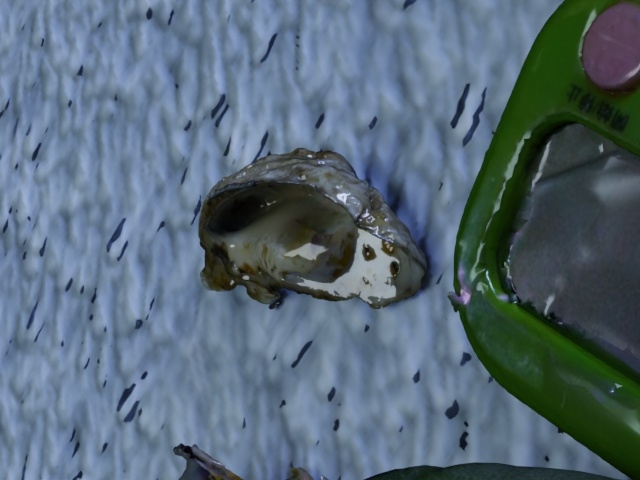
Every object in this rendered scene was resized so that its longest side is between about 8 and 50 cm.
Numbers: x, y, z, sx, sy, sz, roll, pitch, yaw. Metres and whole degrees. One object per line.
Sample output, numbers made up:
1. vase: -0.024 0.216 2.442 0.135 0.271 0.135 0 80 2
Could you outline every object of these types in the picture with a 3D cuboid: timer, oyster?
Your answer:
1. timer: 0.101 -0.001 0.489 0.140 0.047 0.128 35 110 42
2. oyster: 0.000 0.000 0.617 0.083 0.038 0.080 28 137 15

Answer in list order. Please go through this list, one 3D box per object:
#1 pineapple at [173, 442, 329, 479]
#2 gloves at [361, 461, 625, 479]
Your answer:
1. pineapple: -0.017 0.175 0.604 0.221 0.047 0.221 -1 89 49
2. gloves: 0.102 0.131 0.423 0.268 0.135 0.107 28 107 28
